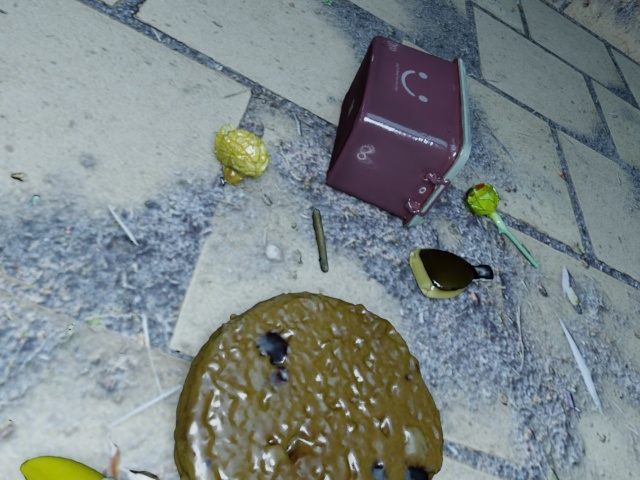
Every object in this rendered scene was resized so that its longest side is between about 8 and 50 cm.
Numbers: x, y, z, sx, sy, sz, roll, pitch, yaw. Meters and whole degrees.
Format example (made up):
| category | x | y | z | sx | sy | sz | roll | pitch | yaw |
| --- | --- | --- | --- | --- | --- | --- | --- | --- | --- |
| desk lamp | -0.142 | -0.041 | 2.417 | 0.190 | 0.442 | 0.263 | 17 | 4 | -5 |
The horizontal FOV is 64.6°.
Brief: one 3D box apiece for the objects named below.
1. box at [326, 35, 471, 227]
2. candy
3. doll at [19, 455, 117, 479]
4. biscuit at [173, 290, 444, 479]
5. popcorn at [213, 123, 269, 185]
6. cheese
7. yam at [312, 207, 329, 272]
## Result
| category | x | y | z | sx | sy | sz | roll | pitch | yaw |
| --- | --- | --- | --- | --- | --- | --- | --- | --- | --- |
| box | 0.122 | -0.187 | 0.828 | 0.168 | 0.193 | 0.294 | 19 | 48 | -8 |
| candy | 0.340 | -0.024 | 0.935 | 0.194 | 0.062 | 0.058 | 51 | 1 | 0 |
| doll | -0.183 | 0.240 | 0.304 | 0.252 | 0.111 | 0.237 | 44 | 18 | 9 |
| biscuit | -0.007 | 0.187 | 0.522 | 0.296 | 0.075 | 0.295 | 16 | 54 | -23 |
| popcorn | -0.116 | -0.110 | 0.698 | 0.084 | 0.084 | 0.084 | 17 | 49 | -21 |
| cheese | 0.215 | 0.050 | 0.798 | 0.163 | 0.036 | 0.086 | 1 | 53 | -32 |
| yam | 0.000 | 0.000 | 0.717 | 0.014 | 0.014 | 0.107 | 10 | 51 | -26 |
